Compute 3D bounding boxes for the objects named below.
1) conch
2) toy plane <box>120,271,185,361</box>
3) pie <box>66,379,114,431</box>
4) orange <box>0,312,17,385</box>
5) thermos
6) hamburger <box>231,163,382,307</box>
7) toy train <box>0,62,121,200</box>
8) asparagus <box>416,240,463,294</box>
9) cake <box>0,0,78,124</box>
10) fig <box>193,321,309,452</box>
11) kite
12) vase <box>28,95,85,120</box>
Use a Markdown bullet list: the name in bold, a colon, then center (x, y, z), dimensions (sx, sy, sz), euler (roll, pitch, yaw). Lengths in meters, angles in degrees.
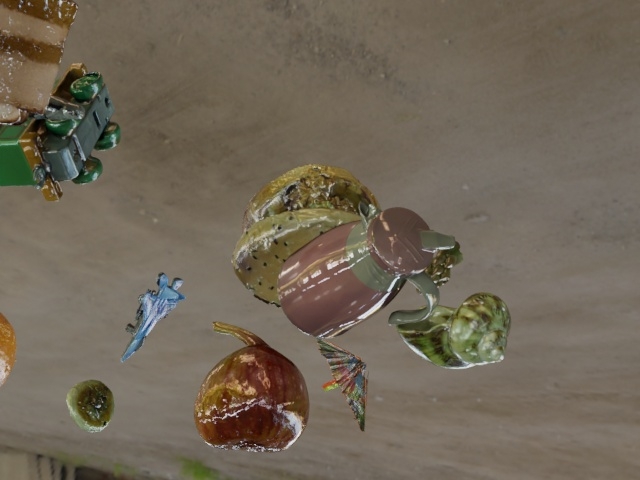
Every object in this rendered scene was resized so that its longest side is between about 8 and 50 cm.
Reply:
- **conch**: center (0.243, 0.165, 1.350), dimensions (0.187, 0.124, 0.181), euler (-17, 177, -16)
- **toy plane**: center (-0.434, 0.194, 1.933), dimensions (0.078, 0.246, 0.169), euler (41, -176, 19)
- **pie**: center (-0.343, 0.247, 1.166), dimensions (0.021, 0.084, 0.084), euler (-30, 134, 31)
- **orange**: center (-0.433, 0.125, 0.926), dimensions (0.135, 0.118, 0.136), euler (0, 156, 0)
- **thermos**: center (0.063, 0.048, 1.071), dimensions (0.176, 0.146, 0.265), euler (48, 149, -5)
- **hamburger**: center (0.000, 0.000, 1.560), dimensions (0.317, 0.195, 0.277), euler (19, 136, -18)
- **toy train**: center (-0.627, -0.255, 1.811), dimensions (0.249, 0.429, 0.178), euler (-3, 130, 9)
- **asparagus**: center (0.310, 0.065, 1.978), dimensions (0.080, 0.287, 0.080), euler (16, 122, 27)
- **cake**: center (-0.595, -0.352, 1.449), dimensions (0.196, 0.293, 0.198), euler (9, -164, -38)
- **fig**: center (-0.099, 0.217, 1.188), dimensions (0.175, 0.207, 0.175), euler (5, 146, 3)
- **kite**: center (0.055, 0.312, 1.704), dimensions (0.014, 0.241, 0.183), euler (-17, 167, -38)
- **vase**: center (-0.591, -0.285, 1.641), dimensions (0.211, 0.060, 0.060), euler (12, 157, 20)
